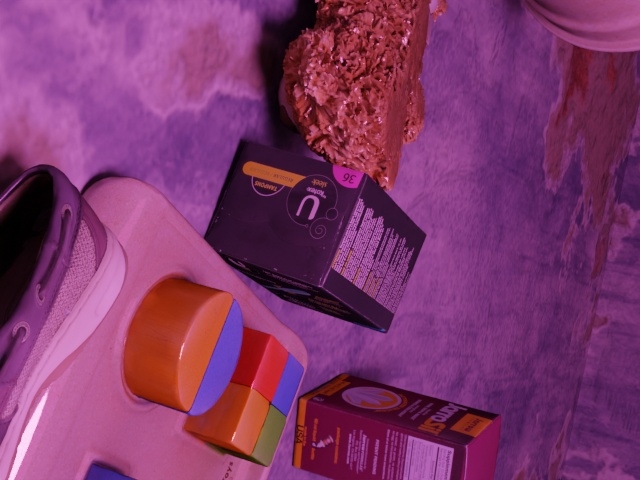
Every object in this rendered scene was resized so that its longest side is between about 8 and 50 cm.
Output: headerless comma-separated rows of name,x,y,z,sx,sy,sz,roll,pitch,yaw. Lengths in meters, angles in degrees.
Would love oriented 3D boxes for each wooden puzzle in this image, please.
wooden puzzle,-0.114,0.167,0.751,0.348,0.080,0.322,50,56,-57

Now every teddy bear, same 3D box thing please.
teddy bear,0.043,-0.200,0.908,0.245,0.113,0.338,58,42,-63

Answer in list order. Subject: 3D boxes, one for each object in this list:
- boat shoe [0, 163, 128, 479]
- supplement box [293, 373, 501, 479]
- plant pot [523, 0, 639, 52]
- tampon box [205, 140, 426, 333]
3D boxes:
boat shoe,-0.203,0.073,0.527,0.285,0.102,0.092,-61,144,-37
supplement box,0.079,0.208,1.021,0.104,0.188,0.081,-17,115,-60
plant pot,0.290,-0.398,1.096,0.305,0.333,0.334,0,100,-52
tampon box,0.000,0.000,0.854,0.161,0.120,0.102,40,70,-60
